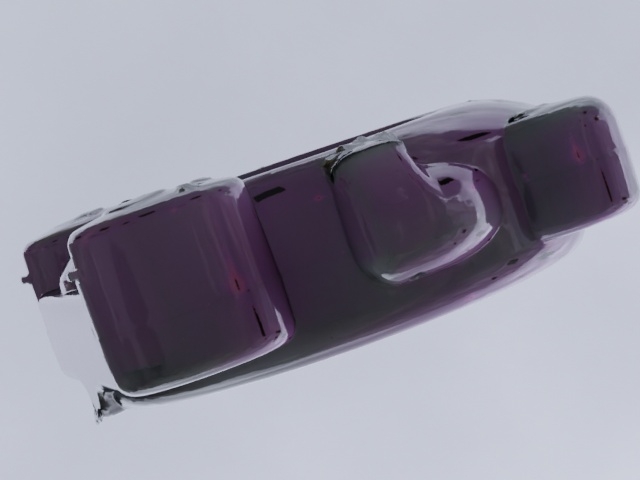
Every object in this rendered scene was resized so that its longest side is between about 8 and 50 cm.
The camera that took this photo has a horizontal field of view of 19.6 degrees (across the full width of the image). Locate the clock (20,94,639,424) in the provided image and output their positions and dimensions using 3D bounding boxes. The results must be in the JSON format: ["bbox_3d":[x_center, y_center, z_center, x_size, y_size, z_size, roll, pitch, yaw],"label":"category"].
[{"bbox_3d":[0.000,0.000,0.828,0.248,0.227,0.090,-19,-86,-15],"label":"clock"}]
